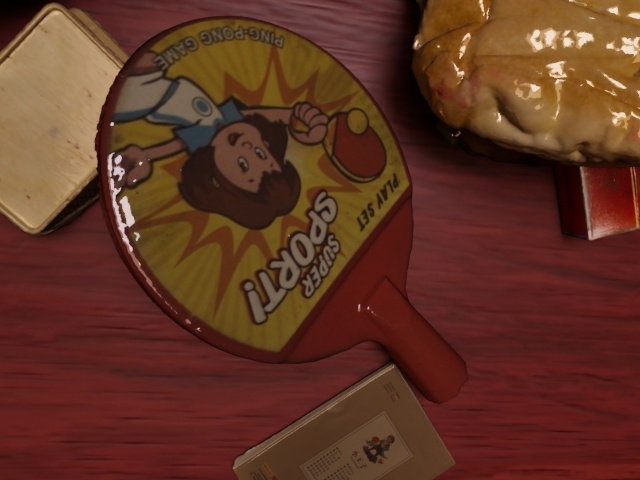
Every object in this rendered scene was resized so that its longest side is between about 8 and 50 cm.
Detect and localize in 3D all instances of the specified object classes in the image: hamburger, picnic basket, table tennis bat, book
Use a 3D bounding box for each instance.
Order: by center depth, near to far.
[{"bbox_3d":[0.187,-0.153,0.399,0.330,0.162,0.209,40,99,11],"label":"hamburger"},{"bbox_3d":[-0.215,-0.095,0.403,0.164,0.079,0.115,-44,101,-1],"label":"picnic basket"},{"bbox_3d":[0.000,0.000,0.426,0.415,0.051,0.268,49,65,-19],"label":"table tennis bat"},{"bbox_3d":[0.028,0.234,0.508,0.198,0.016,0.139,-31,100,-3],"label":"book"}]

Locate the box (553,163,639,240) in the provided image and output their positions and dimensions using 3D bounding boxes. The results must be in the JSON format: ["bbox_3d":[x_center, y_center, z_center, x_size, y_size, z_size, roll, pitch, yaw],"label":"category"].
[{"bbox_3d":[0.335,-0.073,0.497,0.175,0.048,0.113,-14,99,-6],"label":"box"}]
